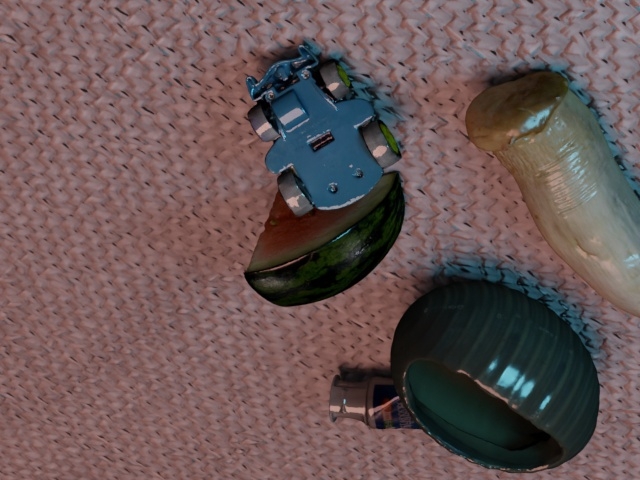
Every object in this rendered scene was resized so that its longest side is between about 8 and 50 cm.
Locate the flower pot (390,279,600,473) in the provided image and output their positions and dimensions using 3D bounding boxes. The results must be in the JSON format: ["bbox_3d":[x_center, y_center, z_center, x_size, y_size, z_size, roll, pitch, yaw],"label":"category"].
[{"bbox_3d":[0.189,0.145,2.027,0.243,0.157,0.189,34,139,-18],"label":"flower pot"}]

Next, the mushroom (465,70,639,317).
[{"bbox_3d":[0.275,-0.029,1.853,0.123,0.095,0.351,-33,120,23],"label":"mushroom"}]

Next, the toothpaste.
[{"bbox_3d":[0.144,0.190,2.182,0.266,0.061,0.096,2,136,11],"label":"toothpaste"}]

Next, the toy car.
[{"bbox_3d":[-0.001,-0.112,1.887,0.126,0.098,0.161,-32,91,13],"label":"toy car"}]

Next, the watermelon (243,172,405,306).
[{"bbox_3d":[0.011,0.016,1.995,0.193,0.137,0.145,-31,129,-8],"label":"watermelon"}]
